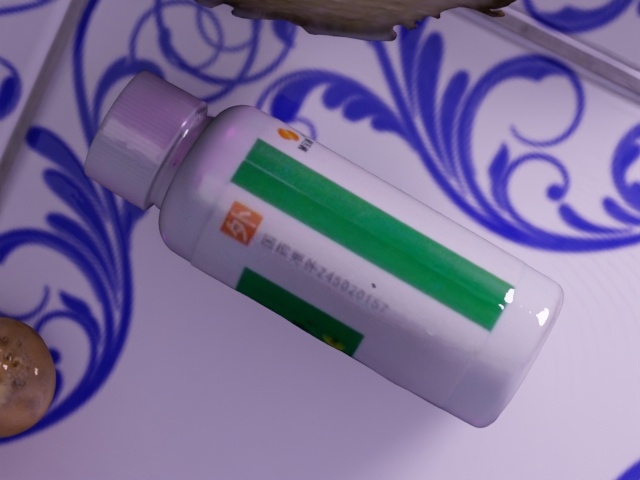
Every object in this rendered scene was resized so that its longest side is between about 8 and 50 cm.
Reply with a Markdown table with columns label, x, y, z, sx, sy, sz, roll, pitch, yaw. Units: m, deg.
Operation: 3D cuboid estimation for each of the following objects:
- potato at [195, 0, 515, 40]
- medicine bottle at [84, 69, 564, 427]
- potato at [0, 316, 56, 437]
| label | x | y | z | sx | sy | sz | roll | pitch | yaw |
| --- | --- | --- | --- | --- | --- | --- | --- | --- | --- |
| potato | 0.002 | -0.250 | 0.807 | 0.289 | 0.301 | 0.237 | 16 | 80 | -27 |
| medicine bottle | 0.000 | 0.000 | 0.907 | 0.260 | 0.095 | 0.095 | 31 | 103 | 2 |
| potato | -0.193 | 0.084 | 0.974 | 0.083 | 0.062 | 0.068 | -40 | 72 | 35 |
